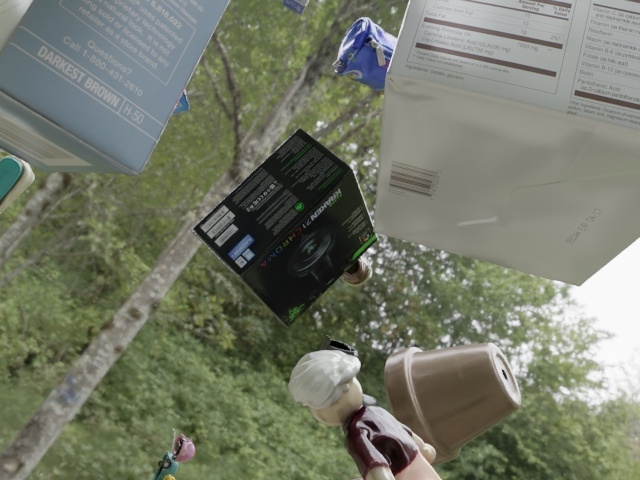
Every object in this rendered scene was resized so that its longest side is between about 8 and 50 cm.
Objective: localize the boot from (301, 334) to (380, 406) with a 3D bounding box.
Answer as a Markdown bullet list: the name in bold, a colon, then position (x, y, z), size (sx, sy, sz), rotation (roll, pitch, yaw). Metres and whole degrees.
- **boot**: position (0.060, 0.269, 1.204), size (0.198, 0.137, 0.077), rotation (21, 11, -33)

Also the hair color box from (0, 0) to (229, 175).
- **hair color box**: position (-0.142, -0.239, 0.489), size (0.185, 0.374, 0.114), rotation (8, -19, 47)

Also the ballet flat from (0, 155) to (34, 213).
- **ballet flat**: position (-0.670, -0.064, 1.244), size (0.086, 0.248, 0.086), rotation (41, -10, 9)

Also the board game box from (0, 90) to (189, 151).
- **board game box**: position (-0.388, -0.314, 0.993), size (0.308, 0.302, 0.086), rotation (-13, -27, -5)

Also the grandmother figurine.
- **grandmother figurine**: position (0.088, 0.269, 0.736), size (0.342, 0.104, 0.208), rotation (48, 1, 14)

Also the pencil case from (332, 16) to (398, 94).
- **pencil case**: position (0.175, -0.311, 1.194), size (0.306, 0.119, 0.133), rotation (23, 0, -16)

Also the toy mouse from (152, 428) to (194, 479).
- **toy mouse**: position (-0.243, 0.372, 1.043), size (0.031, 0.143, 0.161), rotation (28, -71, -17)

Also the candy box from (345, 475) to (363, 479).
- **candy box**: position (0.084, 0.539, 1.373), size (0.206, 0.027, 0.105), rotation (-20, -11, 10)

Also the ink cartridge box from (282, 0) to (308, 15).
- **ink cartridge box**: position (0.000, -0.520, 1.136), size (0.046, 0.207, 0.097), rotation (28, 7, -10)

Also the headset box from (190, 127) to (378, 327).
- **headset box**: position (-0.045, -0.006, 1.083), size (0.131, 0.246, 0.283), rotation (42, -10, 27)

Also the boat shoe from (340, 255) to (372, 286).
- **boat shoe**: position (0.005, -0.006, 1.339), size (0.257, 0.095, 0.095), rotation (38, 1, 18)

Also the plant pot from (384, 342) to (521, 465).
- **plant pot**: position (0.301, 0.330, 1.370), size (0.229, 0.263, 0.263), rotation (-29, -59, 23)

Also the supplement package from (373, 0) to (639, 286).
- **supplement package**: position (0.159, -0.090, 0.493), size (0.204, 0.145, 0.262), rotation (16, -19, 9)
